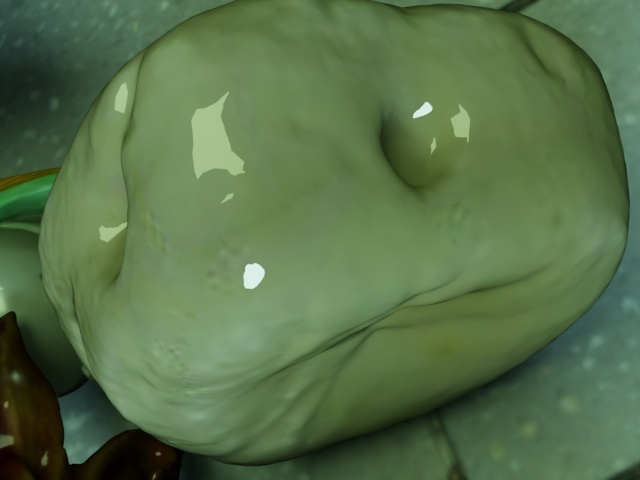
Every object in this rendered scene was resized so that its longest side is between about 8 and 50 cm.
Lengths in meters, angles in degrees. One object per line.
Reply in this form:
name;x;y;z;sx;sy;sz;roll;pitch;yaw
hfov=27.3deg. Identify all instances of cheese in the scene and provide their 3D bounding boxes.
cheese;0.000;0.000;0.495;0.235;0.218;0.117;-31;64;20

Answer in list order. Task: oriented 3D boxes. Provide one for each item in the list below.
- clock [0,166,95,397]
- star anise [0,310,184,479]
clock;-0.184;0.058;0.631;0.144;0.103;0.231;39;94;19
star anise;-0.103;0.124;0.520;0.212;0.111;0.196;4;43;-3
